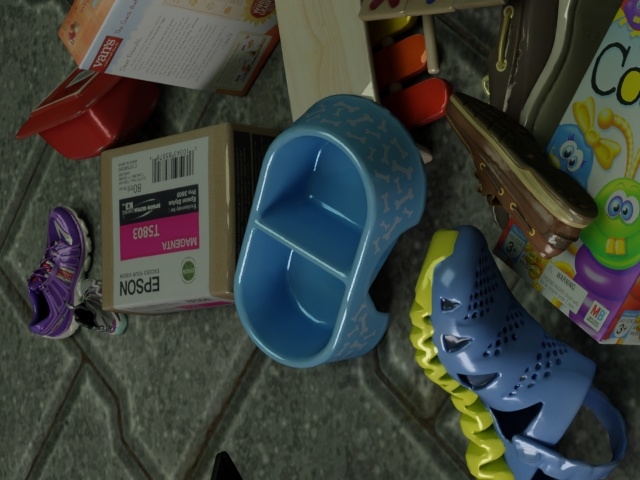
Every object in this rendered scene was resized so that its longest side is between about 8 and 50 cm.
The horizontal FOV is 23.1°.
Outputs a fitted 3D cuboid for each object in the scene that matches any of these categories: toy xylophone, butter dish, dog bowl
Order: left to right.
[{"bbox_3d":[-0.258,-0.149,1.881,0.160,0.160,0.118,-15,120,45],"label":"butter dish"},{"bbox_3d":[0.000,0.000,1.562,0.166,0.074,0.297,32,123,25],"label":"dog bowl"},{"bbox_3d":[0.048,-0.217,1.590,0.236,0.081,0.323,-11,78,44],"label":"toy xylophone"}]

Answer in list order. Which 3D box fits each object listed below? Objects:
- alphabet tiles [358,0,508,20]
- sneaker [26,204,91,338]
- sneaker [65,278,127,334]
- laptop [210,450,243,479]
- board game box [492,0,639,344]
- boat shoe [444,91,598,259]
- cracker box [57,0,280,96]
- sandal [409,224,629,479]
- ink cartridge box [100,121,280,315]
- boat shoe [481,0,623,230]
[{"bbox_3d":[0.149,-0.360,1.458,0.285,0.011,0.343,1,66,44],"label":"alphabet tiles"},{"bbox_3d":[-0.334,0.039,1.970,0.068,0.071,0.170,0,86,46],"label":"sneaker"},{"bbox_3d":[-0.286,0.078,1.917,0.098,0.069,0.038,43,116,39],"label":"sneaker"},{"bbox_3d":[-0.156,0.488,1.512,0.236,0.408,0.382,-9,40,18],"label":"laptop"},{"bbox_3d":[0.287,-0.066,1.283,0.144,0.142,0.275,43,116,39],"label":"board game box"},{"bbox_3d":[0.151,-0.056,1.277,0.178,0.064,0.060,52,121,36],"label":"boat shoe"},{"bbox_3d":[-0.146,-0.248,1.686,0.156,0.232,0.067,-55,51,27],"label":"cracker box"},{"bbox_3d":[0.173,0.108,1.332,0.138,0.317,0.126,-2,46,29],"label":"sandal"},{"bbox_3d":[-0.149,-0.020,1.773,0.234,0.088,0.193,-9,78,45],"label":"ink cartridge box"},{"bbox_3d":[0.203,-0.157,1.403,0.096,0.116,0.324,11,90,47],"label":"boat shoe"}]
